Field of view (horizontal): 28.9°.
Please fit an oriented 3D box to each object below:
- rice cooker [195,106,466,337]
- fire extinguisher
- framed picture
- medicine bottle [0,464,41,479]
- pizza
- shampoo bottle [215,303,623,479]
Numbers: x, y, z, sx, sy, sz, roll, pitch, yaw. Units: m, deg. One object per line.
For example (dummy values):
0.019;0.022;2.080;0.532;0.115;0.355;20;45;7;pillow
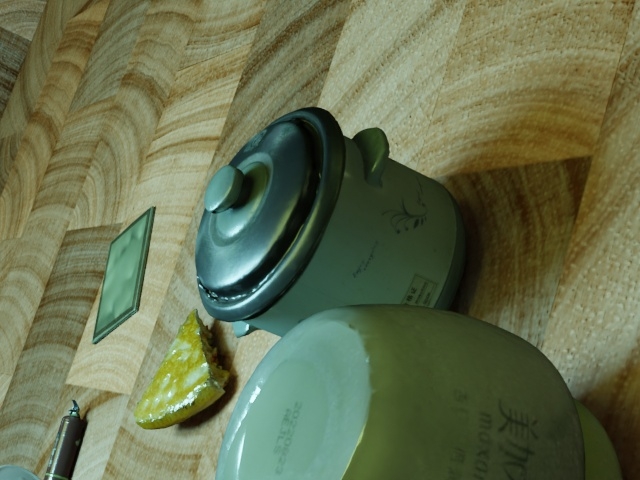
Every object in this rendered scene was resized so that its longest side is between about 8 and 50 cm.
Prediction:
0.000;0.000;1.423;0.317;0.316;0.264;-49;32;28;rice cooker
-0.449;0.364;2.192;0.064;0.043;0.158;71;-149;-66;fire extinguisher
-0.370;0.065;2.326;0.173;0.010;0.231;-35;41;45;framed picture
-0.587;0.521;2.209;0.237;0.139;0.139;-53;30;21;medicine bottle
-0.194;0.192;1.871;0.188;0.062;0.199;-23;42;36;pizza
0.077;0.217;1.093;0.322;0.317;0.322;-44;33;39;shampoo bottle
